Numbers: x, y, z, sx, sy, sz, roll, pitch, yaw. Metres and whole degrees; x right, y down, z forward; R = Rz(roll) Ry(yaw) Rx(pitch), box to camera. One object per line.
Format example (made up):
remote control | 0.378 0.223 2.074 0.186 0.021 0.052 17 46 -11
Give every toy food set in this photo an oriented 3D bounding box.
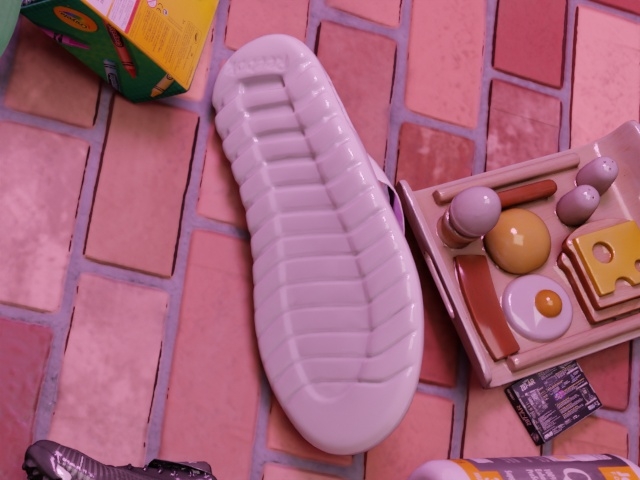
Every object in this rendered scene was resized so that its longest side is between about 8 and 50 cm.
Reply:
toy food set | 0.244 0.004 1.468 0.306 0.092 0.219 -16 73 -25

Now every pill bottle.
pill bottle | 0.222 0.278 1.336 0.279 0.162 0.162 1 72 -21

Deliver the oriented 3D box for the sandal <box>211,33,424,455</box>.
sandal | 0.013 -0.004 1.380 0.102 0.169 0.416 14 59 -61

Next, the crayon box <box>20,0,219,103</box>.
crayon box | -0.167 -0.294 1.386 0.165 0.081 0.278 39 57 -42

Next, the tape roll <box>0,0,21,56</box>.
tape roll | -0.419 -0.234 1.231 0.321 0.077 0.321 5 80 -26

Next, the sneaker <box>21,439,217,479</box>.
sneaker | -0.146 0.226 1.258 0.234 0.078 0.106 35 60 -11

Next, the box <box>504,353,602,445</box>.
box | 0.236 0.159 1.463 0.083 0.018 0.067 -28 84 -27
